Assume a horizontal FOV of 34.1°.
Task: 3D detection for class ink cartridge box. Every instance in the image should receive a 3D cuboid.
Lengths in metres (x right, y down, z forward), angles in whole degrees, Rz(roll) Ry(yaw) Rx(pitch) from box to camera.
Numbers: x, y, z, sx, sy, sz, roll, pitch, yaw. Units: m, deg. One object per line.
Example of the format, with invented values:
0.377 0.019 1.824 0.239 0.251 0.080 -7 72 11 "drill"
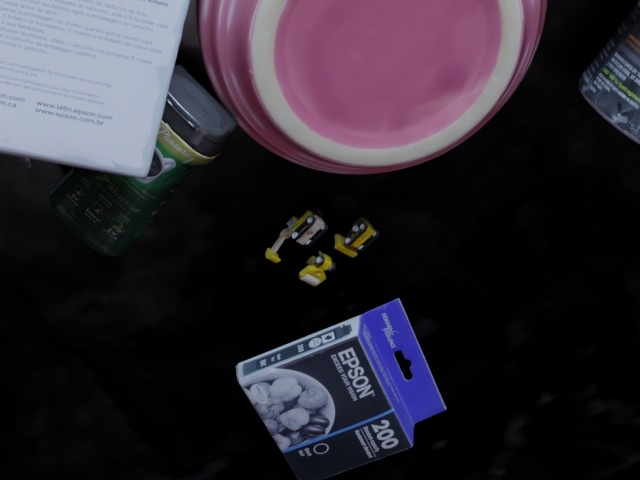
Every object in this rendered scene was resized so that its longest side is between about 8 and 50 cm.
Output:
-0.258 -0.234 0.806 0.324 0.071 0.330 11 108 -18 "ink cartridge box"
0.033 0.188 1.254 0.208 0.045 0.206 -23 126 4 "ink cartridge box"

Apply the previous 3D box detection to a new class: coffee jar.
-0.168 -0.077 0.998 0.096 0.079 0.184 45 110 -4 "coffee jar"

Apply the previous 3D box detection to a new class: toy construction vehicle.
0.000 0.000 1.124 0.086 0.035 0.098 25 120 -38 "toy construction vehicle"

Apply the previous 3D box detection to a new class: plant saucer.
0.054 -0.194 0.962 0.332 0.084 0.332 -5 125 -7 "plant saucer"

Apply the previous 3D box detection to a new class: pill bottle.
0.367 -0.207 0.981 0.130 0.130 0.246 22 119 -24 "pill bottle"

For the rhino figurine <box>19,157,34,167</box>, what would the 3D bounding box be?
-0.331 -0.124 0.923 0.243 0.106 0.073 14 122 -20 "rhino figurine"
